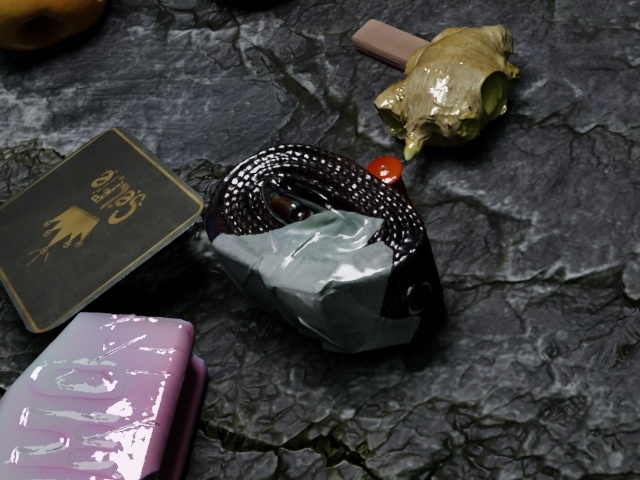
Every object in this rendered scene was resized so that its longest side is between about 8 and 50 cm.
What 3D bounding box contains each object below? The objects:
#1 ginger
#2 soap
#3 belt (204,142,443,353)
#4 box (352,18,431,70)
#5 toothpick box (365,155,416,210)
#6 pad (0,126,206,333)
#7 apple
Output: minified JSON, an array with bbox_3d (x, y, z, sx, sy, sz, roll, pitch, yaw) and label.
[{"bbox_3d":[0.152,-0.181,1.371,0.157,0.102,0.216,14,60,34],"label":"ginger"},{"bbox_3d":[-0.246,0.233,1.159,0.193,0.109,0.323,3,51,11],"label":"soap"},{"bbox_3d":[0.000,0.000,1.240,0.184,0.164,0.289,-43,47,-20],"label":"belt"},{"bbox_3d":[0.097,-0.256,1.497,0.115,0.025,0.048,30,64,34],"label":"box"},{"bbox_3d":[0.081,-0.057,1.310,0.047,0.083,0.047,-9,50,11],"label":"toothpick box"},{"bbox_3d":[-0.280,-0.067,1.382,0.315,0.063,0.375,-37,34,-11],"label":"pad"},{"bbox_3d":[-0.425,-0.395,1.666,0.242,0.242,0.241,-15,63,7],"label":"apple"}]
